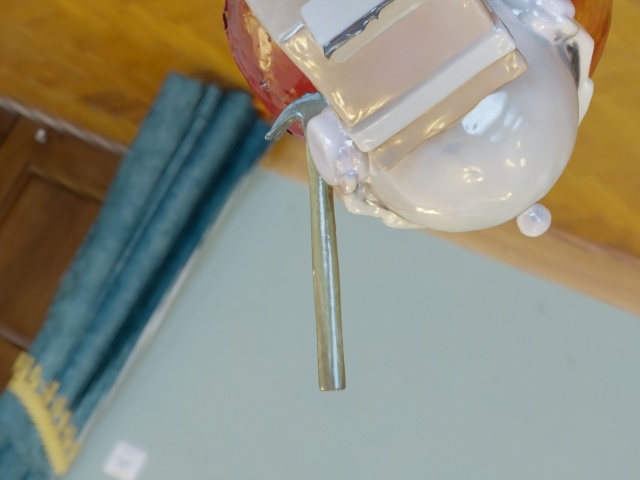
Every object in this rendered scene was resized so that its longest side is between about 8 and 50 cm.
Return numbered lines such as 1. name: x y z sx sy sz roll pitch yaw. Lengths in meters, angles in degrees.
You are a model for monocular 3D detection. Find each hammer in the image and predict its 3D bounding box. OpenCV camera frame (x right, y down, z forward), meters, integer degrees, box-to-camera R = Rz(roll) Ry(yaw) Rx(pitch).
1. hammer: 0.000 0.000 0.941 0.062 0.182 0.017 -3 178 23

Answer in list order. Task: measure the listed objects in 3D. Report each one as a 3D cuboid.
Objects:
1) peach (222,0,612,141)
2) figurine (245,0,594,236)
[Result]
1. peach: 0.087 -0.223 1.476 0.370 0.370 0.370 24 159 10
2. figurine: 0.056 -0.089 0.820 0.237 0.162 0.141 41 -167 -41
